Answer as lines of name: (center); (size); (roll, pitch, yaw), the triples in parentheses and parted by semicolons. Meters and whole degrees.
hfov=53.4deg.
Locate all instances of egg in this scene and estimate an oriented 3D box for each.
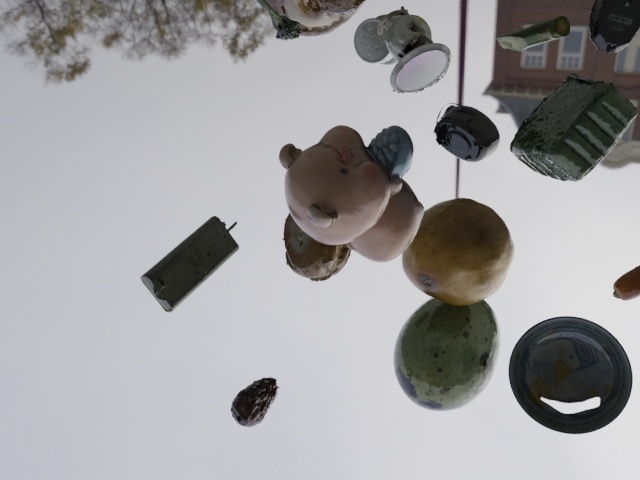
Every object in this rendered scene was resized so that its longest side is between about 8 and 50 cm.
egg: (0.364, 0.307, 1.823); (0.287, 0.287, 0.379); (11, -134, 24)

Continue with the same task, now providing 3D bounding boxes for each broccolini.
broccolini: (-0.124, -0.548, 1.527); (0.071, 0.254, 0.057); (-42, -116, 13)

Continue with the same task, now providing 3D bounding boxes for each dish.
dish: (0.605, 0.321, 1.550); (0.273, 0.273, 0.134); (10, 178, 23)

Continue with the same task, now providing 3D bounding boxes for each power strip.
power strip: (-0.252, 0.035, 1.306); (0.034, 0.092, 0.268); (-20, -160, 47)

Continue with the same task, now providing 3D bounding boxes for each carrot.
carrot: (0.569, 0.023, 0.989); (0.248, 0.043, 0.043); (-32, -148, 10)

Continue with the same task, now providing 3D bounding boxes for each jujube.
jujube: (-0.173, 0.430, 1.689); (0.104, 0.104, 0.166); (12, -161, 26)

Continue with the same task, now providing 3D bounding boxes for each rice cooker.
rice cooker: (0.429, -0.318, 1.886); (0.203, 0.142, 0.118); (35, -128, 19)

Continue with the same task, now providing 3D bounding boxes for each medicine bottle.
medicine bottle: (0.212, -0.584, 1.854); (0.143, 0.143, 0.258); (15, -154, 30)

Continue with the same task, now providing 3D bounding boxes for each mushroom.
mushroom: (-0.011, -0.733, 1.865); (0.345, 0.345, 0.259); (-10, -120, -5)

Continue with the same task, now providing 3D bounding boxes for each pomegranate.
pomegranate: (0.361, 0.032, 1.702); (0.307, 0.307, 0.307); (-4, -147, 3)

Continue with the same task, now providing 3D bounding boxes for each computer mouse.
computer mouse: (0.550, -0.429, 1.169); (0.099, 0.172, 0.057); (15, -165, -5)

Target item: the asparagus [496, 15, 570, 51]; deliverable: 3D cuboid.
asparagus: (0.413, -0.404, 1.264); (0.041, 0.045, 0.178); (-10, -173, -27)

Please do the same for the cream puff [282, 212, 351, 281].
cream puff: (0.000, 0.000, 1.247); (0.115, 0.165, 0.150); (10, -178, -42)

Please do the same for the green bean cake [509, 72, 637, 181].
green bean cake: (0.543, -0.246, 1.390); (0.125, 0.222, 0.227); (33, -172, -19)

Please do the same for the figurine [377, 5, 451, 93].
figurine: (0.167, -0.382, 1.249); (0.132, 0.132, 0.153); (-16, -116, -15)

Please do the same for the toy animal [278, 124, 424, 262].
toy animal: (0.057, -0.072, 1.095); (0.229, 0.221, 0.210); (-24, -134, -10)
